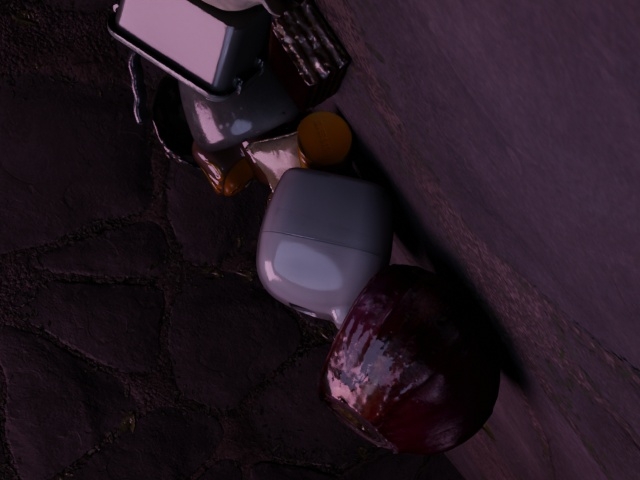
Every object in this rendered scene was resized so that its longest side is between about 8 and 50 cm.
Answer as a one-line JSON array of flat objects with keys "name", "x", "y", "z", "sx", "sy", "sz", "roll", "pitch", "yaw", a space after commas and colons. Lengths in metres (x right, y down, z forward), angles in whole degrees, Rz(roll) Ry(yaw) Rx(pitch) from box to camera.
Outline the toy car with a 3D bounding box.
[{"name": "toy car", "x": -0.176, "y": -0.259, "z": 1.909, "sx": 0.341, "sy": 0.240, "sz": 0.271, "roll": 58, "pitch": 175, "yaw": -4}]

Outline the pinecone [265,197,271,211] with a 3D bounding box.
[{"name": "pinecone", "x": -0.041, "y": -0.078, "z": 2.154, "sx": 0.212, "sy": 0.168, "sz": 0.185, "roll": 60, "pitch": -167, "yaw": 0}]

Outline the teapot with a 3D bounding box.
[{"name": "teapot", "x": -0.196, "y": -0.322, "z": 1.679, "sx": 0.305, "sy": 0.223, "sz": 0.285, "roll": -6, "pitch": 112, "yaw": 48}]

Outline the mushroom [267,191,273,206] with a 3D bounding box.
[{"name": "mushroom", "x": 0.003, "y": 0.007, "z": 2.575, "sx": 0.407, "sy": 0.137, "sz": 0.154, "roll": 52, "pitch": -168, "yaw": -34}]

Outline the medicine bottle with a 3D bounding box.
[{"name": "medicine bottle", "x": 0.009, "y": -0.150, "z": 1.609, "sx": 0.096, "sy": 0.096, "sz": 0.192, "roll": 56, "pitch": 176, "yaw": 10}]

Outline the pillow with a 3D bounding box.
[{"name": "pillow", "x": -0.008, "y": -0.097, "z": 1.810, "sx": 0.302, "sy": 0.184, "sz": 0.075, "roll": 59, "pitch": -147, "yaw": -28}]

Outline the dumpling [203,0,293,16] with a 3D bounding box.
[{"name": "dumpling", "x": -0.115, "y": -0.369, "z": 1.262, "sx": 0.166, "sy": 0.126, "sz": 0.216, "roll": 44, "pitch": 170, "yaw": 26}]

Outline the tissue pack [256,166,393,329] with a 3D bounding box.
[{"name": "tissue pack", "x": 0.006, "y": 0.023, "z": 1.606, "sx": 0.229, "sy": 0.236, "sz": 0.333, "roll": 13, "pitch": 172, "yaw": 4}]

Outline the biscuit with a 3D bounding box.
[{"name": "biscuit", "x": -0.022, "y": -0.261, "z": 1.338, "sx": 0.106, "sy": 0.070, "sz": 0.252, "roll": 56, "pitch": 176, "yaw": 0}]

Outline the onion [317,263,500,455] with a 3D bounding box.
[{"name": "onion", "x": 0.157, "y": 0.213, "z": 1.483, "sx": 0.260, "sy": 0.282, "sz": 0.337, "roll": 34, "pitch": 149, "yaw": 20}]

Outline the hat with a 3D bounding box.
[{"name": "hat", "x": -0.252, "y": -0.282, "z": 2.260, "sx": 0.366, "sy": 0.257, "sz": 0.382, "roll": 58, "pitch": -177, "yaw": -5}]

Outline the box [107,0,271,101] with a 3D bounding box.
[{"name": "box", "x": -0.188, "y": -0.344, "z": 1.400, "sx": 0.243, "sy": 0.163, "sz": 0.135, "roll": 34, "pitch": 138, "yaw": 6}]

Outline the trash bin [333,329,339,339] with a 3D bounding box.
[{"name": "trash bin", "x": 0.169, "y": 0.285, "z": 2.470, "sx": 0.234, "sy": 0.184, "sz": 0.162, "roll": 50, "pitch": 175, "yaw": 18}]
